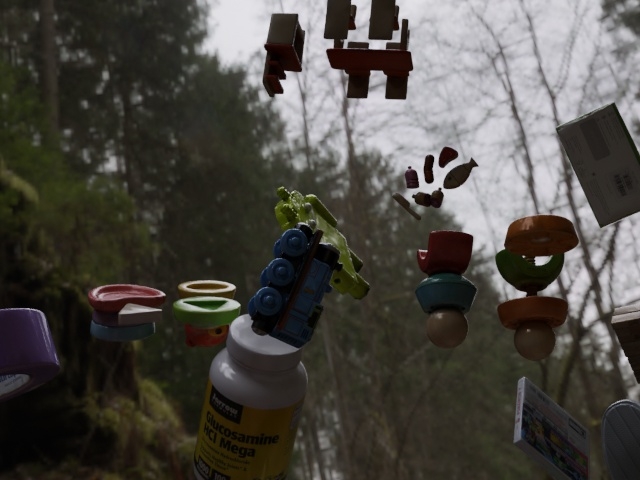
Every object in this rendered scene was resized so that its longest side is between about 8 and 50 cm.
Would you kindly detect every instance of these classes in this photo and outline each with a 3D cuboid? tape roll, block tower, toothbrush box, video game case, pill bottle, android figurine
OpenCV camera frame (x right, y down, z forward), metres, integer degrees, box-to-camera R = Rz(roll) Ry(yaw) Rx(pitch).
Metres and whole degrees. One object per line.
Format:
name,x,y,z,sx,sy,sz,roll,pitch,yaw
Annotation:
tape roll,-0.531,0.191,1.588,0.274,0.090,0.275,-19,-14,-5
block tower,0.697,0.274,2.172,0.097,0.091,0.335,-15,-68,31
toothbrush box,0.554,-0.141,2.067,0.122,0.206,0.283,-24,-5,14
video game case,0.465,0.395,2.146,0.201,0.183,0.023,41,-56,-15
pill bottle,-0.129,0.314,2.029,0.188,0.188,0.334,0,-61,-22
android figurine,0.000,0.000,2.158,0.056,0.248,0.273,-35,-59,15

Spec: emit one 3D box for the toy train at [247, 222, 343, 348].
toy train,-0.036,0.066,1.587,0.105,0.184,0.080,26,-19,-7

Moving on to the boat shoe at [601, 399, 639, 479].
boat shoe,0.528,0.391,1.666,0.109,0.302,0.094,-28,-15,19

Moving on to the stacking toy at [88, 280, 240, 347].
stacking toy,-0.303,0.174,2.143,0.309,0.130,0.279,-1,11,-18

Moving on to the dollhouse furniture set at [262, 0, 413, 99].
dollhouse furniture set,0.036,-0.324,1.910,0.259,0.135,0.262,3,-15,11

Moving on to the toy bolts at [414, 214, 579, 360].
toy bolts,0.249,0.073,1.500,0.228,0.158,0.218,3,-21,-4

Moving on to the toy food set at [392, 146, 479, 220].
toy food set,0.165,-0.093,1.578,0.122,0.078,0.019,-47,-16,0
